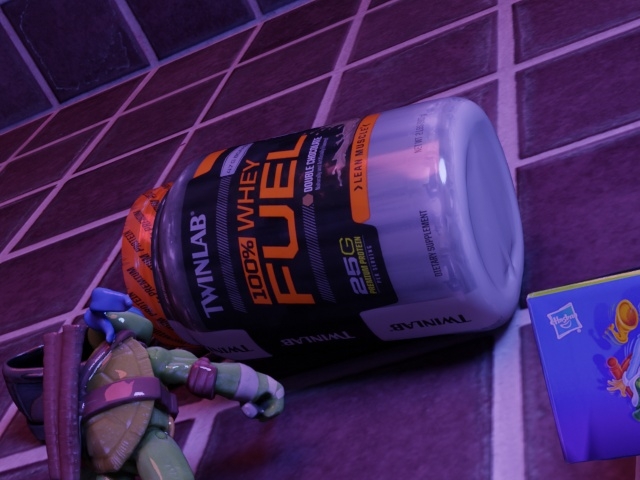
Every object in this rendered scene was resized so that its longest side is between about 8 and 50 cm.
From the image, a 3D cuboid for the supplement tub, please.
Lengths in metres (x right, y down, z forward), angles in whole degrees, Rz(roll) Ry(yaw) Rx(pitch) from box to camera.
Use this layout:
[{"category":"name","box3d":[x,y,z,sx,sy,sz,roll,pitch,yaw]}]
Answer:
[{"category":"supplement tub","box3d":[0.000,0.000,0.912,0.338,0.207,0.207,-11,29,25]}]

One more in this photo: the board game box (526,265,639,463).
[{"category":"board game box","box3d":[0.277,0.031,0.529,0.233,0.078,0.347,-15,-6,27]}]

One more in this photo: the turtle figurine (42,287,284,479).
[{"category":"turtle figurine","box3d":[-0.118,0.194,0.806,0.197,0.275,0.266,-6,45,-5]}]

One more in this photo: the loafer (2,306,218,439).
[{"category":"loafer","box3d":[-0.197,0.106,1.065,0.302,0.095,0.109,-29,24,-3]}]

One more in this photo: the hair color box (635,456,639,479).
[{"category":"hair color box","box3d":[0.324,0.141,0.436,0.347,0.105,0.174,-14,24,27]}]
